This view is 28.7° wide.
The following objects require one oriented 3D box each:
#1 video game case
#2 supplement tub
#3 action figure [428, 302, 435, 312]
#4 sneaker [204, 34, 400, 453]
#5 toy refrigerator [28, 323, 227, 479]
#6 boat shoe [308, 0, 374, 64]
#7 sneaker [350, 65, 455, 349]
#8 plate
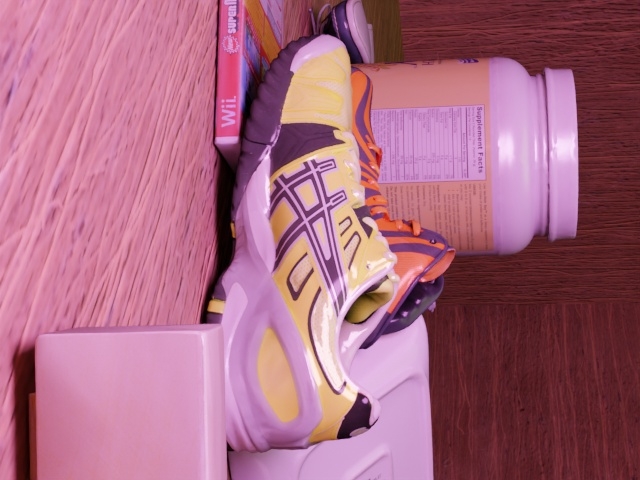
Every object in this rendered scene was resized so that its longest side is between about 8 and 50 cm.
[{"bbox_3d":[-0.065,-0.193,1.199,0.204,0.025,0.285,63,27,-73],"label":"video game case"},{"bbox_3d":[0.136,-0.098,1.507,0.241,0.331,0.241,-2,90,-82],"label":"supplement tub"},{"bbox_3d":[0.022,0.090,1.319,0.099,0.185,0.285,28,70,-41],"label":"action figure"},{"bbox_3d":[0.000,0.000,1.079,0.145,0.147,0.384,67,28,-67],"label":"sneaker"},{"bbox_3d":[-0.098,0.180,0.654,0.102,0.094,0.269,44,45,-88],"label":"toy refrigerator"},{"bbox_3d":[0.030,-0.274,1.697,0.254,0.079,0.095,-33,119,-83],"label":"boat shoe"},{"bbox_3d":[0.051,-0.027,1.245,0.124,0.180,0.321,80,23,-61],"label":"sneaker"},{"bbox_3d":[0.032,0.240,1.216,0.277,0.045,0.278,-31,127,-42],"label":"plate"}]
